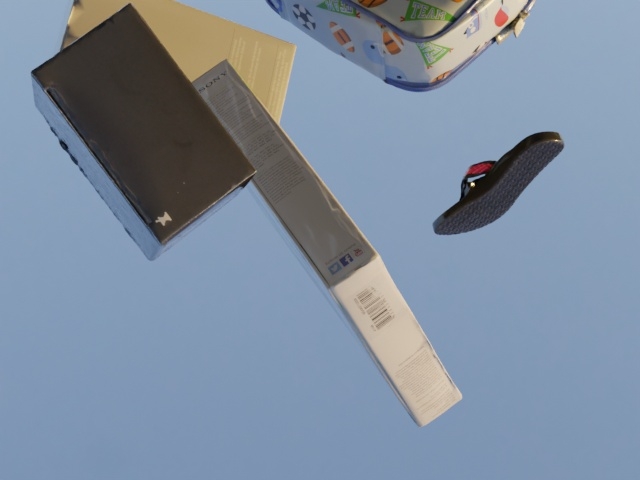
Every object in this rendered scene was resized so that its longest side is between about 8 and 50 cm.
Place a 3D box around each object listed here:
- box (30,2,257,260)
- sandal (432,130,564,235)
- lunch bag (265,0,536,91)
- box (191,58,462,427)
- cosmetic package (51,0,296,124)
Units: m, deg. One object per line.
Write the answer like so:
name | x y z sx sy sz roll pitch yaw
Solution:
box | -0.134 -0.077 1.353 0.093 0.156 0.158 -37 -179 -9
sandal | 0.175 -0.063 1.803 0.067 0.179 0.040 1 -125 -41
lunch bag | 0.095 -0.307 2.041 0.303 0.115 0.243 34 -116 28
box | 0.000 0.000 1.676 0.058 0.232 0.322 -33 -134 -1
cosmetic package | -0.156 -0.168 1.842 0.238 0.107 0.127 19 -118 -10
